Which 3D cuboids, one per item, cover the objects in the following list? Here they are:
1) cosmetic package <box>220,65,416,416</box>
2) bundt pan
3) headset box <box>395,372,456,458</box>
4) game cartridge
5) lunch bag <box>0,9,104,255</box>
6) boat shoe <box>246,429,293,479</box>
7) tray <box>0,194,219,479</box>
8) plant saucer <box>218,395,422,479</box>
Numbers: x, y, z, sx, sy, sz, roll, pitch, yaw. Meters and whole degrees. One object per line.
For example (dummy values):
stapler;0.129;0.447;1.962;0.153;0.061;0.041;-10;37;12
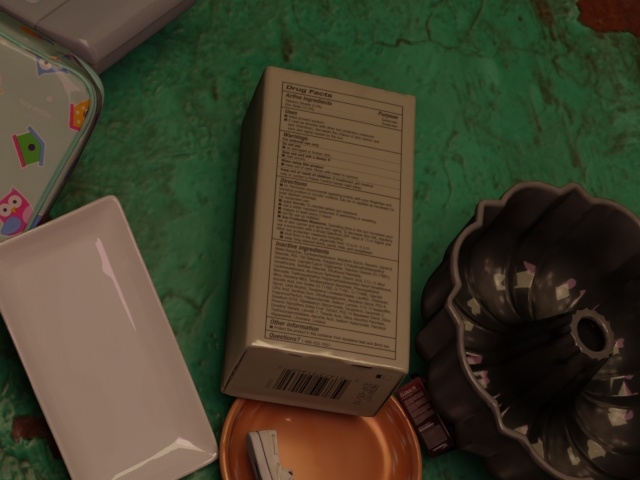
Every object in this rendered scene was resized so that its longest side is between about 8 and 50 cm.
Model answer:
cosmetic package;0.000;0.000;1.830;0.160;0.113;0.309;11;58;-12
bundt pan;0.230;0.114;1.850;0.331;0.124;0.331;15;57;-25
headset box;0.111;0.165;1.852;0.083;0.032;0.062;61;23;10
game cartridge;-0.275;-0.290;1.863;0.297;0.062;0.198;38;55;18
lunch bag;-0.358;-0.117;1.750;0.279;0.108;0.224;28;100;-3
boat shoe;-0.040;0.221;1.759;0.035;0.035;0.100;-9;66;-17
tray;-0.204;0.108;1.752;0.145;0.030;0.270;-25;99;-26
plant saucer;-0.002;0.212;1.813;0.200;0.037;0.200;6;68;-15
